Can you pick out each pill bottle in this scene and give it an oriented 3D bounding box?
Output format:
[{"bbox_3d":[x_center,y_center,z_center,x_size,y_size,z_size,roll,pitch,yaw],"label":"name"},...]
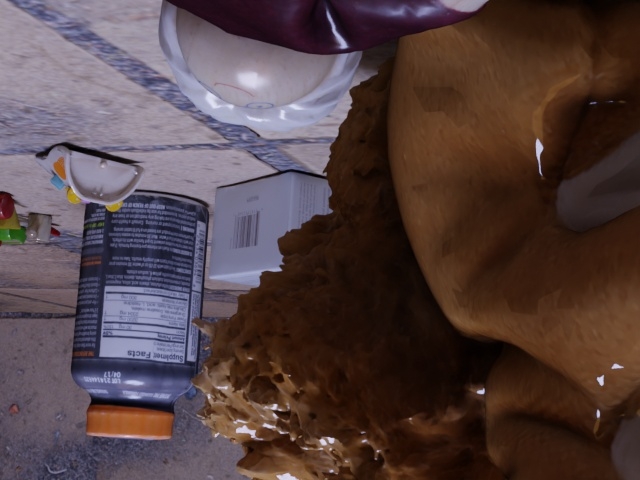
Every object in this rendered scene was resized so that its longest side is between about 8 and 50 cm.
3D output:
[{"bbox_3d":[-0.187,0.080,1.159,0.130,0.246,0.130,4,171,1],"label":"pill bottle"}]

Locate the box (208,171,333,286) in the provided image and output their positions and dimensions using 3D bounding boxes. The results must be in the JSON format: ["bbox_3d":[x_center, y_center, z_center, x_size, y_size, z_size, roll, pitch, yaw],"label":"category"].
[{"bbox_3d":[0.000,0.000,1.079,0.170,0.091,0.130,11,168,-37],"label":"box"}]

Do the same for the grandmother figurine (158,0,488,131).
[{"bbox_3d":[-0.031,-0.113,0.363,0.208,0.104,0.342,32,172,8],"label":"grandmother figurine"}]

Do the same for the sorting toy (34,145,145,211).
[{"bbox_3d":[-0.212,-0.058,0.988,0.083,0.045,0.075,13,-174,-46],"label":"sorting toy"}]

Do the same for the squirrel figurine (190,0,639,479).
[{"bbox_3d":[0.118,0.064,0.553,0.281,0.370,0.397,9,169,-34],"label":"squirrel figurine"}]

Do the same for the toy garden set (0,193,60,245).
[{"bbox_3d":[-0.402,-0.012,1.283,0.204,0.049,0.244,1,171,15],"label":"toy garden set"}]
